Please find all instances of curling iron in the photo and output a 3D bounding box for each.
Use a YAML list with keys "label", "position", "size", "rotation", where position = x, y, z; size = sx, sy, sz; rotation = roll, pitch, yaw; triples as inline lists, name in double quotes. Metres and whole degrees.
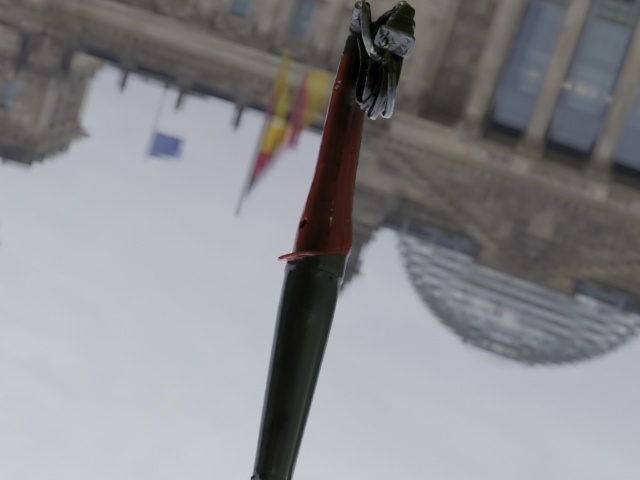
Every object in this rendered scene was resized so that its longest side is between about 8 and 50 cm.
- label: "curling iron"
  position: [0.000, 0.000, 0.848]
  size: [0.035, 0.274, 0.068]
  rotation: [16, 166, -4]
